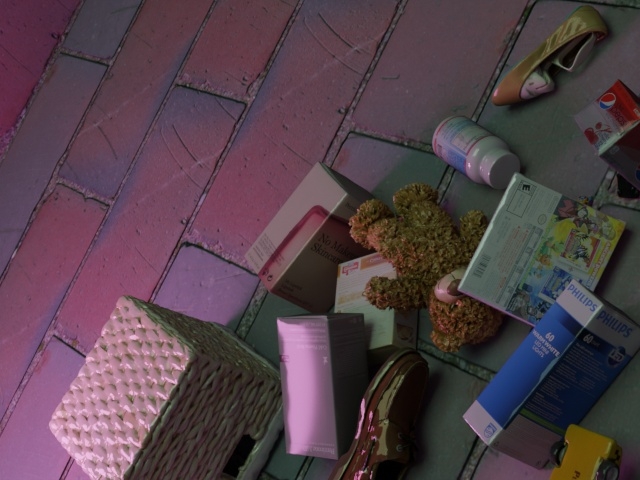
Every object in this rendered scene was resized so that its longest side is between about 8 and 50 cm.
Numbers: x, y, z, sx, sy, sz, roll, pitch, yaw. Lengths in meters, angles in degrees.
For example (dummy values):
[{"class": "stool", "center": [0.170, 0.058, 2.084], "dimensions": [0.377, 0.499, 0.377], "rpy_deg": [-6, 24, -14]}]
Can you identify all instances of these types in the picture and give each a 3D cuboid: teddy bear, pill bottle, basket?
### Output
[{"class": "teddy bear", "center": [0.180, 0.024, 2.002], "dimensions": [0.245, 0.113, 0.338], "rpy_deg": [-6, 46, -6]}, {"class": "pill bottle", "center": [0.268, -0.149, 2.078], "dimensions": [0.087, 0.087, 0.160], "rpy_deg": [-55, 40, 7]}, {"class": "basket", "center": [-0.276, 0.311, 2.244], "dimensions": [0.331, 0.266, 0.328], "rpy_deg": [31, 92, 52]}]

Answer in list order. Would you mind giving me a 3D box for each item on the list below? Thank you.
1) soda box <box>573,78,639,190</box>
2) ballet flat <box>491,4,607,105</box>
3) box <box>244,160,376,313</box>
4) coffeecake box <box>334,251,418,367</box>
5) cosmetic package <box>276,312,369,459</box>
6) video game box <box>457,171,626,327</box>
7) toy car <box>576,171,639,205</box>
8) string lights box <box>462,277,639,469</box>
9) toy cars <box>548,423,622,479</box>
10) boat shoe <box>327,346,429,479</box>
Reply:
[{"class": "soda box", "center": [0.471, -0.115, 1.706], "dimensions": [0.083, 0.263, 0.092], "rpy_deg": [-42, 44, 21]}, {"class": "ballet flat", "center": [0.387, -0.298, 2.054], "dimensions": [0.232, 0.080, 0.073], "rpy_deg": [-46, 57, 19]}, {"class": "box", "center": [0.000, 0.000, 2.225], "dimensions": [0.232, 0.148, 0.127], "rpy_deg": [-52, 41, 11]}, {"class": "coffeecake box", "center": [0.096, 0.119, 2.115], "dimensions": [0.142, 0.068, 0.185], "rpy_deg": [-19, 55, 40]}, {"class": "cosmetic package", "center": [0.008, 0.241, 2.041], "dimensions": [0.127, 0.107, 0.238], "rpy_deg": [-5, 88, 42]}, {"class": "video game box", "center": [0.337, 0.026, 1.854], "dimensions": [0.187, 0.048, 0.205], "rpy_deg": [27, 87, 13]}, {"class": "toy car", "center": [0.444, -0.089, 1.886], "dimensions": [0.122, 0.060, 0.040], "rpy_deg": [-11, 28, 35]}, {"class": "string lights box", "center": [0.342, 0.197, 1.759], "dimensions": [0.260, 0.133, 0.077], "rpy_deg": [-53, 40, 9]}, {"class": "toy cars", "center": [0.378, 0.443, 1.619], "dimensions": [0.176, 0.087, 0.394], "rpy_deg": [-35, 49, 34]}, {"class": "boat shoe", "center": [0.114, 0.328, 1.955], "dimensions": [0.104, 0.110, 0.307], "rpy_deg": [29, 99, 47]}]
